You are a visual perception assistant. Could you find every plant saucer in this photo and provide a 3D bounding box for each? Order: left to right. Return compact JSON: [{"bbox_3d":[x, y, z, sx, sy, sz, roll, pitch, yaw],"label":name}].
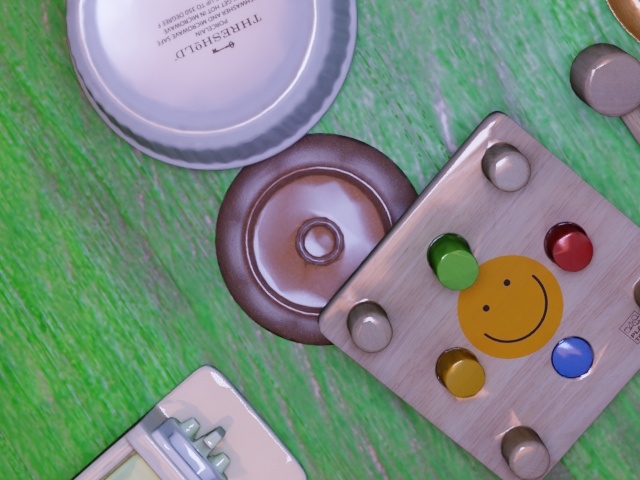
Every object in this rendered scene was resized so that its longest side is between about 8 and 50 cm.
[{"bbox_3d":[0.000,0.000,1.740,0.199,0.036,0.198,0,93,3],"label":"plant saucer"}]

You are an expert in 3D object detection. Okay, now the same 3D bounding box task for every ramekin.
[{"bbox_3d":[-0.102,-0.198,1.673,0.273,0.127,0.273,0,93,4],"label":"ramekin"}]

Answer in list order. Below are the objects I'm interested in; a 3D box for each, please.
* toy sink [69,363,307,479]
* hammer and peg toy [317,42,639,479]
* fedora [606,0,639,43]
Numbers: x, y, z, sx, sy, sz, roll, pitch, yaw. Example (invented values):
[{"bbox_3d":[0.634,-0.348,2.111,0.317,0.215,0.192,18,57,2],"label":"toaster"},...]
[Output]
[{"bbox_3d":[-0.146,0.246,1.712,0.234,0.131,0.153,-40,90,4],"label":"toy sink"},{"bbox_3d":[0.208,0.020,1.661,0.266,0.127,0.361,40,96,-10],"label":"hammer and peg toy"},{"bbox_3d":[0.346,-0.247,1.684,0.194,0.079,0.194,0,93,3],"label":"fedora"}]
